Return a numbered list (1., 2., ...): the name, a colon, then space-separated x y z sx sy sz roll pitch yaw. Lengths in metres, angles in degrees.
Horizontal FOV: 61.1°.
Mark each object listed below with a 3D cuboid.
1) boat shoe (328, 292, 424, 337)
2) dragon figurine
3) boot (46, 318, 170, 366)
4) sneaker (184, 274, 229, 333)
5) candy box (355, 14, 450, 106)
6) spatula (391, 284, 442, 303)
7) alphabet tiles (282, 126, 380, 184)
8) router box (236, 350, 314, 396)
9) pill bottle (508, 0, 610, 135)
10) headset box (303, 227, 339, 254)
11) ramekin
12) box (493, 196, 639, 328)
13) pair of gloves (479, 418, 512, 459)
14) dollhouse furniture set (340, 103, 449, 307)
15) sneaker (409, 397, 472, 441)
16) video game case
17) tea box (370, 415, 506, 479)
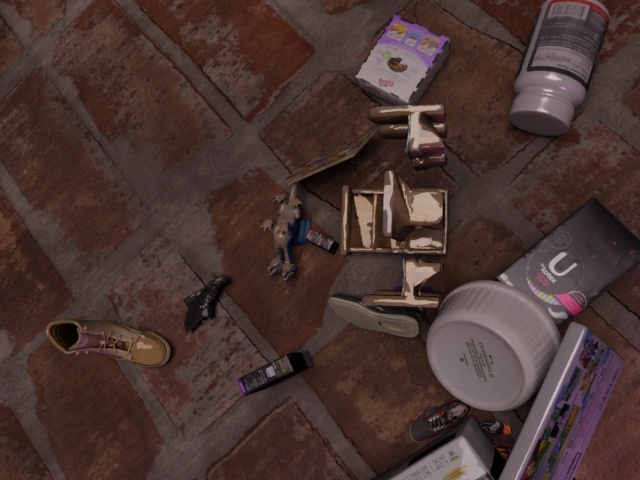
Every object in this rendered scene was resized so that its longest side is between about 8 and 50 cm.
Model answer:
1. boat shoe: 0.133 0.167 1.306 0.233 0.084 0.079 11 46 23
2. dragon figurine: -0.077 -0.042 1.385 0.085 0.144 0.289 9 62 18
3. boot: -0.537 0.261 1.383 0.261 0.203 0.095 17 85 19
4. sneaker: -0.295 0.168 1.422 0.170 0.051 0.089 -32 73 12
5. candy box: 0.212 -0.455 1.399 0.164 0.070 0.196 33 88 18
6. spatula: 0.310 0.156 1.264 0.296 0.084 0.030 18 114 10
7. alphabet tiles: 0.019 -0.204 1.342 0.237 0.198 0.009 -19 110 33
8. router box: -0.101 0.309 1.273 0.133 0.179 0.046 -28 76 8
9. pill bottle: 0.545 -0.398 1.253 0.161 0.161 0.283 18 85 17
10. headset box: 0.000 0.000 1.369 0.083 0.062 0.032 29 87 19
11. ramekin: 0.344 0.228 1.127 0.272 0.127 0.273 21 124 34
12. box: 0.532 0.063 1.175 0.270 0.143 0.165 -41 73 3
13. pair of gloves: 0.386 0.444 1.208 0.074 0.010 0.083 4 80 16
14. dollhouse furniture set: 0.138 -0.056 1.160 0.256 0.394 0.362 1 87 15
15. sneaker: 0.267 0.401 1.219 0.158 0.065 0.061 -35 73 6
16. video game case: 0.482 0.346 1.063 0.036 0.300 0.329 23 86 46
17. tea box: 0.258 0.593 1.088 0.329 0.220 0.324 -37 72 13
